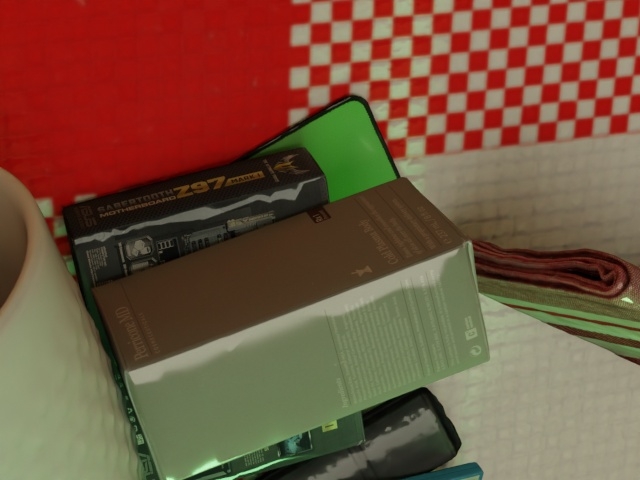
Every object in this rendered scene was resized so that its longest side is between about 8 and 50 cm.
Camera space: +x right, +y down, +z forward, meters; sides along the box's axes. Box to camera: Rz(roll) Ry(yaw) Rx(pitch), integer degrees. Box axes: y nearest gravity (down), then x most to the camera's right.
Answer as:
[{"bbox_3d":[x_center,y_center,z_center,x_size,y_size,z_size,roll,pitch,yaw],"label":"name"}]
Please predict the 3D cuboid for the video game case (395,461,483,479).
[{"bbox_3d":[0.062,0.253,1.342,0.119,0.015,0.166,-10,131,-26],"label":"video game case"}]

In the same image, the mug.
[{"bbox_3d":[-0.295,0.161,1.065,0.374,0.276,0.328,-7,128,15],"label":"mug"}]

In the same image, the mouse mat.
[{"bbox_3d":[0.000,0.000,1.235,0.152,0.007,0.189,-30,120,-6],"label":"mouse mat"}]

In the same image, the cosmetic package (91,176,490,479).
[{"bbox_3d":[-0.022,0.057,1.106,0.238,0.127,0.107,-19,119,-12],"label":"cosmetic package"}]

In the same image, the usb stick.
[{"bbox_3d":[-0.018,0.207,1.301,0.278,0.045,0.077,-30,122,-6],"label":"usb stick"}]

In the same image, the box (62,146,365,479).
[{"bbox_3d":[-0.073,0.065,1.200,0.183,0.059,0.232,-15,119,-10],"label":"box"}]

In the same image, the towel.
[{"bbox_3d":[0.267,0.071,1.245,0.329,0.237,0.037,24,83,-30],"label":"towel"}]
